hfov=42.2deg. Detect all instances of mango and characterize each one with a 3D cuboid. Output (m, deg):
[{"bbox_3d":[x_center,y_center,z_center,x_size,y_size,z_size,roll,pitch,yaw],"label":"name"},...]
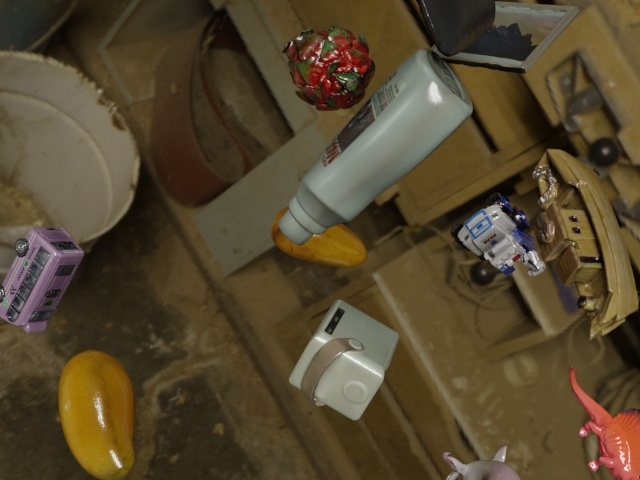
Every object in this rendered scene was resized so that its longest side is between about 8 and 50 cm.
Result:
[{"bbox_3d":[-0.285,0.228,1.076,0.085,0.102,0.184,38,24,-59],"label":"mango"},{"bbox_3d":[0.000,0.000,1.783,0.219,0.145,0.112,24,79,-12],"label":"mango"}]

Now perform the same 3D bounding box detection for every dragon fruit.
[{"bbox_3d":[0.019,-0.358,1.707,0.182,0.182,0.188,-13,78,-40],"label":"dragon fruit"}]

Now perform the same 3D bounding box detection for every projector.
[{"bbox_3d":[0.053,0.261,1.807,0.177,0.163,0.242,29,24,5],"label":"projector"}]

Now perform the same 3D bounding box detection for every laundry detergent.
[{"bbox_3d":[0.079,-0.150,1.458,0.125,0.398,0.264,39,22,-17],"label":"laundry detergent"}]

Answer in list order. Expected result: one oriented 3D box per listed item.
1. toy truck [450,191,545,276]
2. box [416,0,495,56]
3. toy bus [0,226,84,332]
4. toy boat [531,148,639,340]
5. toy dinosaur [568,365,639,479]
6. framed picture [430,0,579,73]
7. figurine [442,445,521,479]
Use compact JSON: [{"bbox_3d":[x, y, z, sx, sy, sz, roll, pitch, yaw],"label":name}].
[{"bbox_3d":[0.440,0.007,2.022,0.213,0.161,0.177,29,28,-44],"label":"toy truck"},{"bbox_3d":[0.214,-0.430,1.386,0.201,0.042,0.212,-40,112,-38],"label":"box"},{"bbox_3d":[-0.544,0.076,1.606,0.108,0.199,0.096,39,18,23],"label":"toy bus"},{"bbox_3d":[0.247,-0.002,0.800,0.072,0.064,0.206,5,53,-14],"label":"toy boat"},{"bbox_3d":[0.541,0.333,1.513,0.070,0.139,0.286,7,54,-27],"label":"toy dinosaur"},{"bbox_3d":[0.366,-0.422,1.703,0.192,0.265,0.018,-49,131,-17],"label":"framed picture"},{"bbox_3d":[0.340,0.577,1.755,0.315,0.206,0.284,-59,145,-76],"label":"figurine"}]
